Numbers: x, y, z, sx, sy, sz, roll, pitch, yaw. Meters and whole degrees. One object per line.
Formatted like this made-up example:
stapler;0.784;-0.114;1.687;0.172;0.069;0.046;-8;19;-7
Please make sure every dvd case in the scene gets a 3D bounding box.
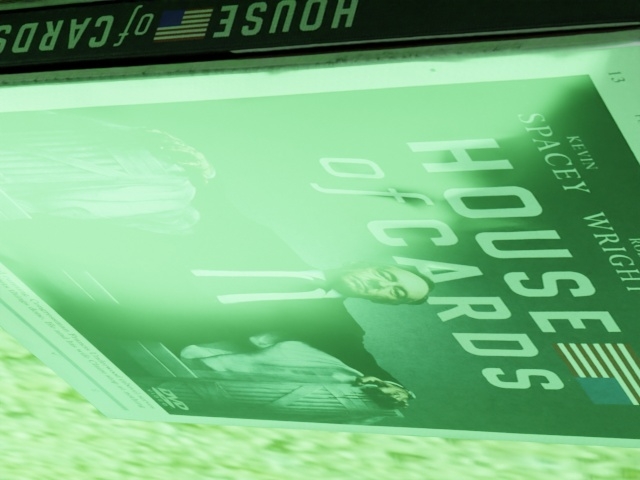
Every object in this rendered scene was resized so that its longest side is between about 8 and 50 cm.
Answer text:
dvd case;0.000;0.000;0.462;0.239;0.029;0.179;0;149;31
